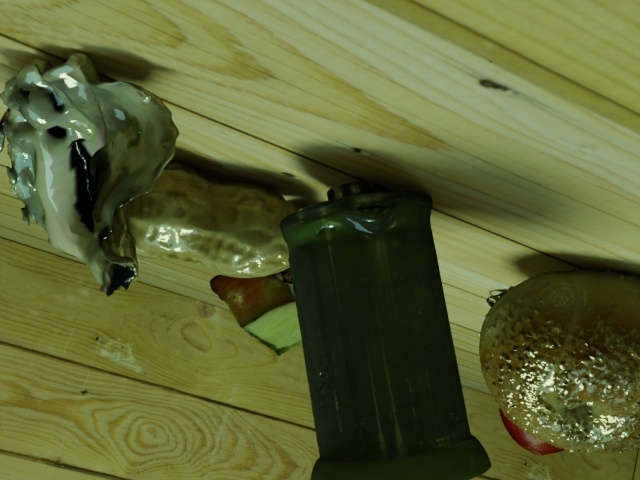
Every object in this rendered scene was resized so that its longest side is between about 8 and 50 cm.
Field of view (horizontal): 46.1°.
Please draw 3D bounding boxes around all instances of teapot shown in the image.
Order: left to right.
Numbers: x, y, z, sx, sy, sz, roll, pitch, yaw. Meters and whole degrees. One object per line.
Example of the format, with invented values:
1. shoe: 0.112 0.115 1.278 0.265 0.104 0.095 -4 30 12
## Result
1. teapot: 0.060 0.106 0.879 0.200 0.336 0.270 -8 171 -4

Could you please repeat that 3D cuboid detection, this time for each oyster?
1. oyster: -0.255 -0.058 0.850 0.238 0.115 0.351 38 147 24

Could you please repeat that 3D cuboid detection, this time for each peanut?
1. peanut: -0.163 -0.031 1.018 0.325 0.140 0.153 11 151 14

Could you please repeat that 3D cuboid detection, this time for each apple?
1. apple: -0.118 0.149 1.678 0.254 0.179 0.346 0 162 15

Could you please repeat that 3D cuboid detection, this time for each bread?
1. bread: 0.353 0.173 1.000 0.306 0.158 0.305 11 138 11

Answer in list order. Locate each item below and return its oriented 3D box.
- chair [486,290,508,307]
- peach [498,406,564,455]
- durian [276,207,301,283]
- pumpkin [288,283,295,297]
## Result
1. chair: 0.373 0.145 1.230 0.174 0.149 0.213 19 -150 -24
2. peach: 0.529 0.382 1.751 0.243 0.243 0.199 21 173 -23
3. durian: 0.003 0.000 1.095 0.108 0.119 0.187 -20 -170 -28
4. pumpkin: 0.017 0.107 1.497 0.217 0.110 0.217 10 165 3
